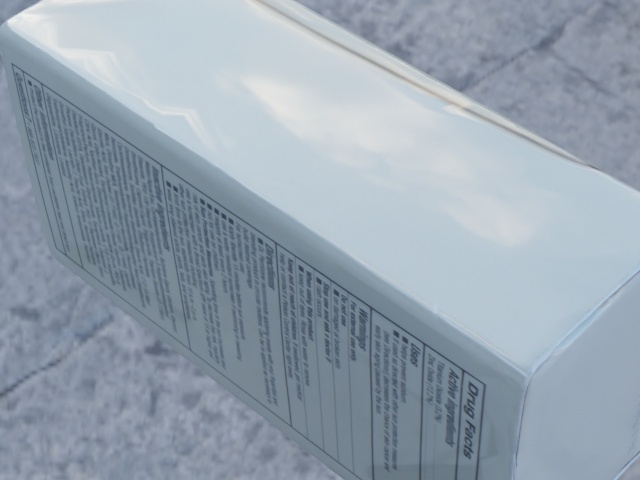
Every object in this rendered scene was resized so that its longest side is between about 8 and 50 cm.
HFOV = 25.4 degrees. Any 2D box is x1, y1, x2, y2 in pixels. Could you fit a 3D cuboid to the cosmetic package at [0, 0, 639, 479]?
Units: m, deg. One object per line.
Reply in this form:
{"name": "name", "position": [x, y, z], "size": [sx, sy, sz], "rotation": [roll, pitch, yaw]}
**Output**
{"name": "cosmetic package", "position": [0.000, 0.000, 0.651], "size": [0.309, 0.160, 0.113], "rotation": [33, 56, 29]}
